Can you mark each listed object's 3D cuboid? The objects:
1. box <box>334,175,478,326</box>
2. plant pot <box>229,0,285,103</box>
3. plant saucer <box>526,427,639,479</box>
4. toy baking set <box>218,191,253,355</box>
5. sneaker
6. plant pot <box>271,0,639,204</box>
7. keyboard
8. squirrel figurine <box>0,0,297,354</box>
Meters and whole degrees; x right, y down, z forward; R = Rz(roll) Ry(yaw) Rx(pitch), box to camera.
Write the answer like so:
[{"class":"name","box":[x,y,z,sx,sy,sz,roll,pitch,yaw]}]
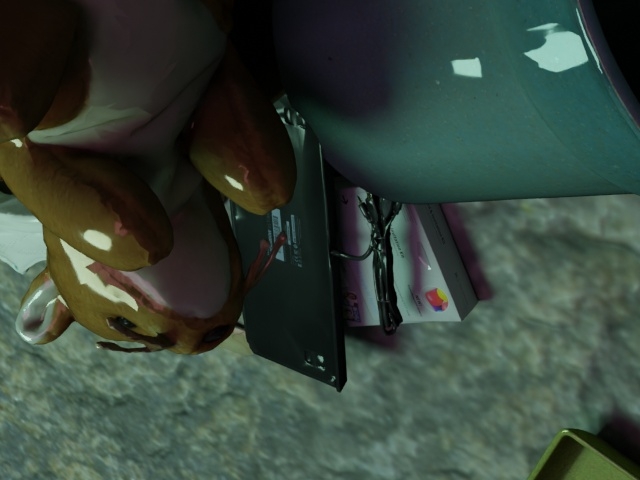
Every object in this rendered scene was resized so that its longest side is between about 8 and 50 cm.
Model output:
[{"class":"box","box":[0.037,0.010,1.659,0.186,0.038,0.145,-6,116,41]},{"class":"plant pot","box":[-0.129,-0.201,1.522,0.187,0.212,0.212,-8,119,57]},{"class":"plant saucer","box":[0.273,0.268,1.662,0.188,0.045,0.188,35,135,11]},{"class":"toy baking set","box":[-0.165,0.020,1.801,0.197,0.030,0.256,-7,119,27]},{"class":"sneaker","box":[-0.337,-0.007,1.907,0.212,0.080,0.094,7,130,31]},{"class":"plant pot","box":[0.162,-0.167,1.247,0.334,0.341,0.341,-10,114,49]},{"class":"keyboard","box":[0.000,0.000,1.631,0.201,0.033,0.317,21,131,33]},{"class":"squirrel figurine","box":[-0.181,-0.102,1.305,0.397,0.281,0.370,33,151,31]}]
